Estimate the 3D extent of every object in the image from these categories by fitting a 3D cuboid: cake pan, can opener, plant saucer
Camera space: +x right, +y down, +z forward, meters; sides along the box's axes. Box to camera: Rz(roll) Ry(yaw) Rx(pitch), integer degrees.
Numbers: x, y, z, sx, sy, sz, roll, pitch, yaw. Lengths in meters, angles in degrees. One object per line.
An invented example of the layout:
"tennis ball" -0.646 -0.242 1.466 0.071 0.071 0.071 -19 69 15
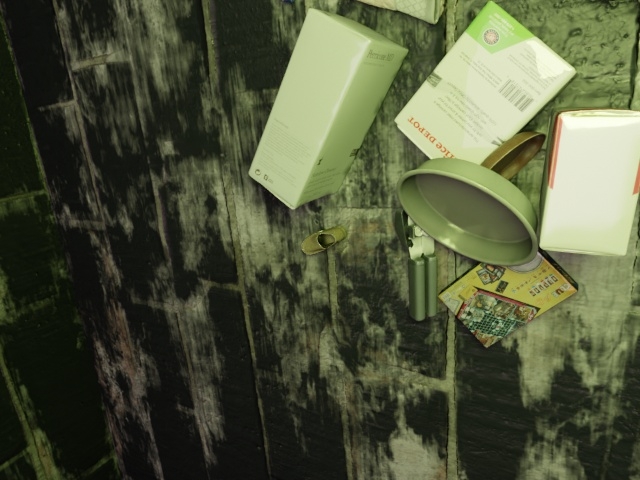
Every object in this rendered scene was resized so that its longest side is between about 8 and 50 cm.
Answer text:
"cake pan" 0.288 -0.056 0.860 0.293 0.054 0.293 34 165 10
"can opener" 0.238 0.054 1.057 0.093 0.074 0.280 20 120 63
"plant saucer" 0.356 -0.151 0.851 0.029 0.169 0.168 55 126 23

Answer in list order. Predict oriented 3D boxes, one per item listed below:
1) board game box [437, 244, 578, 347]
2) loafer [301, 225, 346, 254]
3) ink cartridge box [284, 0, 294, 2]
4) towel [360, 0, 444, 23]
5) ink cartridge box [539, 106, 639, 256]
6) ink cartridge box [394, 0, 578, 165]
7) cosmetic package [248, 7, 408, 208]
"board game box" 0.409 0.112 0.979 0.165 0.042 0.243 49 124 8
"loafer" 0.000 0.000 1.183 0.148 0.050 0.056 -27 91 35
"ink cartridge box" -0.096 -0.674 1.015 0.097 0.046 0.207 -31 89 36
"towel" 0.090 -0.577 0.802 0.317 0.331 0.053 29 75 20
"ink cartridge box" 0.441 -0.117 0.736 0.117 0.283 0.207 7 110 24
"ink cartridge box" 0.314 -0.276 0.859 0.198 0.115 0.273 47 124 11
"cosmetic package" 0.012 -0.285 0.982 0.156 0.217 0.384 38 124 15
